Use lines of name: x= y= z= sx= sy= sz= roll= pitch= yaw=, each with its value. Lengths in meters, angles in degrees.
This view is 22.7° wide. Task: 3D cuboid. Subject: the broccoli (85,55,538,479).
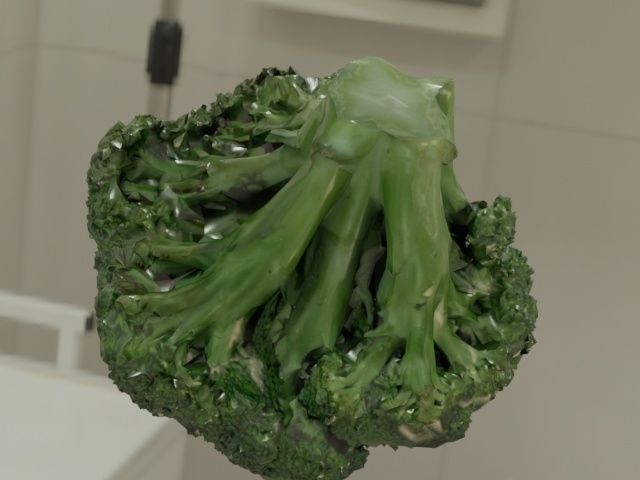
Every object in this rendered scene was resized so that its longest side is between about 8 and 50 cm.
broccoli: x=0.000 y=0.000 z=0.996 sx=0.307 sy=0.275 sz=0.308 roll=12 pitch=41 yaw=-11
